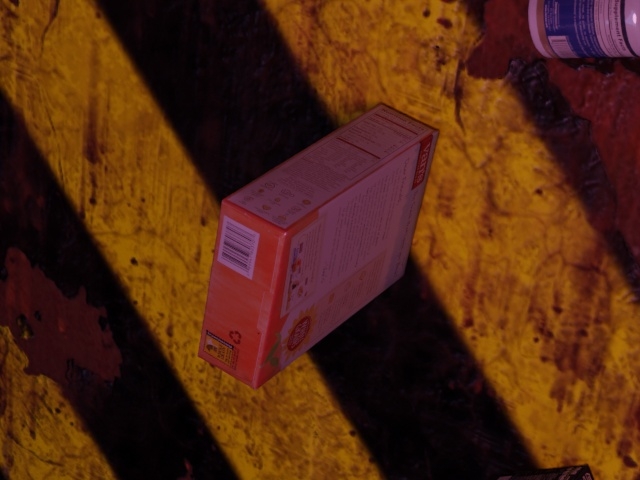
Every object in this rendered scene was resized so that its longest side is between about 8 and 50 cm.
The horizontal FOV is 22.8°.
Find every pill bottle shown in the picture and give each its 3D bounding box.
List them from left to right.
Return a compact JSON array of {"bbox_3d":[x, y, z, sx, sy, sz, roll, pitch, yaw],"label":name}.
[{"bbox_3d":[0.220,-0.169,1.170,0.120,0.067,0.067,3,115,35],"label":"pill bottle"}]

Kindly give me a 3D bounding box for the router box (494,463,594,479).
[{"bbox_3d":[0.214,0.264,1.417,0.092,0.038,0.122,-14,104,39],"label":"router box"}]

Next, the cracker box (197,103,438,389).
[{"bbox_3d":[0.000,0.000,1.307,0.067,0.232,0.156,28,126,23],"label":"cracker box"}]
